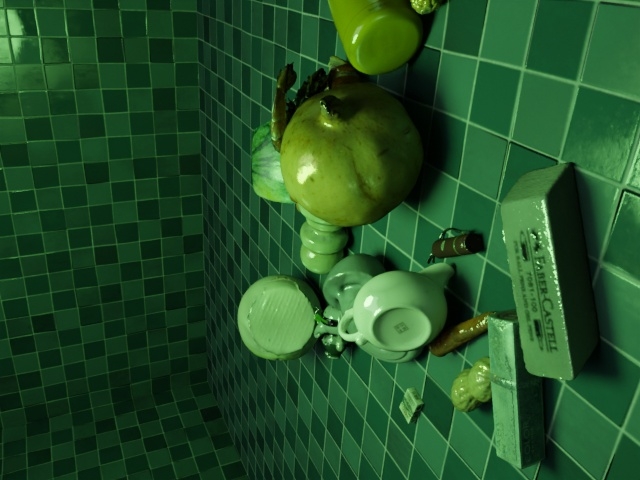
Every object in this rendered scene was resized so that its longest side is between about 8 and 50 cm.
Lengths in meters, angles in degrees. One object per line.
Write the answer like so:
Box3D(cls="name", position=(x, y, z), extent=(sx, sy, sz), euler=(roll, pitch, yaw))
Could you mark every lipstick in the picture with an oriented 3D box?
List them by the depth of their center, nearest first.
Box3D(cls="lipstick", position=(0.369, 0.280, 1.106), extent=(0.076, 0.077, 0.290), euler=(6, 104, 62))

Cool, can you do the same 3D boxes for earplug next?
Box3D(cls="earplug", position=(0.140, 0.171, 1.509), extent=(0.325, 0.175, 0.214), euler=(52, 149, 33))

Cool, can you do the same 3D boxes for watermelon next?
Box3D(cls="watermelon", position=(-0.100, -0.258, 1.867), extent=(0.201, 0.213, 0.262), euler=(-41, -49, -72))

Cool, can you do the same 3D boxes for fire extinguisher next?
Box3D(cls="fire extinguisher", position=(0.283, 0.007, 1.264), extent=(0.157, 0.045, 0.078), euler=(-18, 53, 67))

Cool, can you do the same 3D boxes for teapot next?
Box3D(cls="teapot", position=(0.165, 0.155, 1.304), extent=(0.204, 0.298, 0.139), euler=(55, -158, -29))

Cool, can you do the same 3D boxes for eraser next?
Box3D(cls="eraser", position=(0.384, 0.051, 0.998), extent=(0.111, 0.077, 0.352), euler=(170, 92, -67))

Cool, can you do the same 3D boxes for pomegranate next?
Box3D(cls="pomegranate", position=(0.068, -0.207, 1.326), extent=(0.342, 0.342, 0.342), euler=(172, 90, -67))

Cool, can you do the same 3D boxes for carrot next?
Box3D(cls="carrot", position=(0.311, 0.196, 1.259), extent=(0.224, 0.057, 0.057), euler=(-46, 56, 54))

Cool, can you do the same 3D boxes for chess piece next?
Box3D(cls="chess piece", position=(0.013, -0.035, 1.715), extent=(0.330, 0.182, 0.182), euler=(97, 153, -43))

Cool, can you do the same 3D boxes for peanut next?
Box3D(cls="peanut", position=(0.325, 0.299, 1.215), extent=(0.187, 0.082, 0.082), euler=(121, 136, -55))

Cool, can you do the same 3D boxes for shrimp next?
Box3D(cls="shrimp", position=(-0.053, -0.354, 1.425), extent=(0.054, 0.290, 0.222), euler=(17, 149, 19))

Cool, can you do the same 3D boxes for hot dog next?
Box3D(cls="hot dog", position=(0.068, -0.390, 1.556), extent=(0.146, 0.103, 0.213), euler=(97, 171, -58))

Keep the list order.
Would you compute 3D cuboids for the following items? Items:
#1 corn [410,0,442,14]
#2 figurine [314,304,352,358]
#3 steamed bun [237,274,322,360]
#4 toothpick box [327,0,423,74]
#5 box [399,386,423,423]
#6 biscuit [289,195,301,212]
Box3D(cls="corn", position=(0.208, -0.605, 1.169), extent=(0.101, 0.101, 0.292), euler=(-151, 53, -61))
Box3D(cls="figurine", position=(0.046, 0.262, 1.796), extent=(0.147, 0.126, 0.192), euler=(-118, 36, -77))
Box3D(cls="steamed bun", position=(-0.140, 0.261, 2.030), extent=(0.309, 0.309, 0.309), euler=(172, 90, -67))
Box3D(cls="toothpick box", position=(0.108, -0.523, 1.326), extent=(0.175, 0.175, 0.271), euler=(114, 144, -51))
Box3D(cls="box", position=(0.235, 0.429, 1.529), extent=(0.054, 0.024, 0.083), euler=(57, 147, 41))
Box3D(cls="biscuit", position=(-0.035, -0.176, 1.705), extent=(0.043, 0.280, 0.183), euler=(27, 88, 32))
